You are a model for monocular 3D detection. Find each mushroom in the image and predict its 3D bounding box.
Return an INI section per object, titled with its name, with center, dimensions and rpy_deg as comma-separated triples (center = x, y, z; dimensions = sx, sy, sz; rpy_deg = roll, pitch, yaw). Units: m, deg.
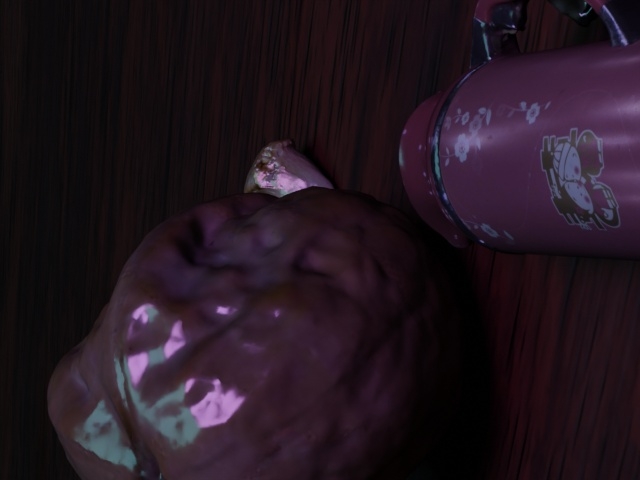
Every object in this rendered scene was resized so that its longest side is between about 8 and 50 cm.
[mushroom]
center = 0.000, 0.003, 1.104
dimensions = 0.202, 0.054, 0.059
rpy_deg = 59, 152, 33

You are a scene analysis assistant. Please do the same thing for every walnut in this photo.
[walnut]
center = -0.035, 0.087, 0.945
dimensions = 0.227, 0.273, 0.273
rpy_deg = 40, 144, 5

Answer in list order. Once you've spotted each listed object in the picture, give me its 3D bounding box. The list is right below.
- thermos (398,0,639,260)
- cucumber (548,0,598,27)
[thermos]
center = 0.128, -0.055, 0.722
dimensions = 0.136, 0.109, 0.330
rpy_deg = 47, 163, -18
[cucumber]
center = 0.129, -0.224, 0.748
dimensions = 0.115, 0.086, 0.193
rpy_deg = 25, 127, 11
